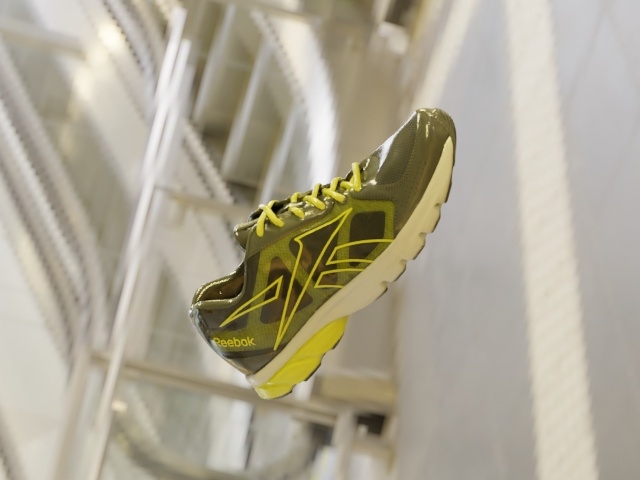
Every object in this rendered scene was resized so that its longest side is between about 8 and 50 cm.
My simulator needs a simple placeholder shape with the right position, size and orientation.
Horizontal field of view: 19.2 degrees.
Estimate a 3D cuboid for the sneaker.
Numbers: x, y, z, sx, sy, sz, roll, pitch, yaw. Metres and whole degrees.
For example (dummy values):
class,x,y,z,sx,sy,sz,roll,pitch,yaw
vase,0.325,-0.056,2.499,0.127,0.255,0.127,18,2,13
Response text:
class,x,y,z,sx,sy,sz,roll,pitch,yaw
sneaker,0.000,0.000,0.445,0.083,0.035,0.031,-53,13,15
